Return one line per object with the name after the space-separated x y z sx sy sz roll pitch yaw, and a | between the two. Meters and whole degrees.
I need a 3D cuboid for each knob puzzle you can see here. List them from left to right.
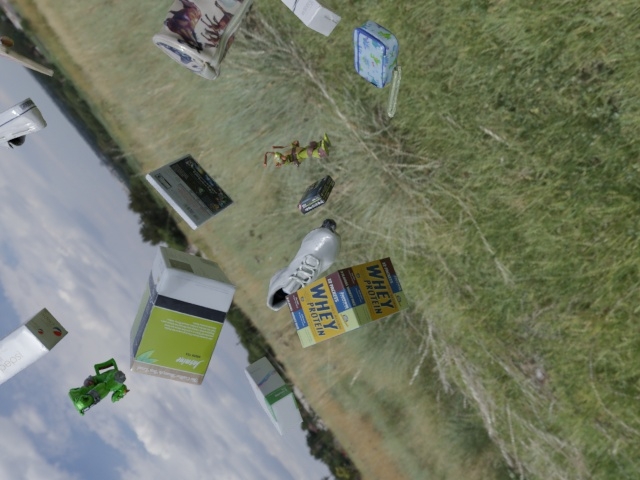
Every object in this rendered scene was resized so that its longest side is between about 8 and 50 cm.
-0.557 -0.334 0.837 0.213 0.030 0.213 23 -178 -1 | knob puzzle

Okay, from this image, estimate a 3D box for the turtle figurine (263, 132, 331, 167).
-0.078 -0.291 1.785 0.269 0.217 0.087 -59 -46 -66 | turtle figurine

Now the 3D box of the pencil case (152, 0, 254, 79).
-0.219 -0.564 1.207 0.183 0.410 0.160 23 171 29 | pencil case

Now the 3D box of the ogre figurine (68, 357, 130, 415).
-0.503 0.333 1.190 0.097 0.118 0.197 52 151 12 | ogre figurine

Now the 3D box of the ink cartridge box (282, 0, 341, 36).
-0.052 -0.958 2.140 0.237 0.100 0.172 51 -153 18 | ink cartridge box

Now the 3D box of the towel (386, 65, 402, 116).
0.223 -0.450 1.583 0.110 0.027 0.148 -76 -6 -69 | towel

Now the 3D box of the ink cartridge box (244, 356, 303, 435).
-0.160 0.521 1.780 0.212 0.093 0.154 35 147 50 | ink cartridge box

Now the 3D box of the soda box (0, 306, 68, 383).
-0.596 0.219 1.007 0.069 0.216 0.074 54 -166 -15 | soda box

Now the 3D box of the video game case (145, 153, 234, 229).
-0.352 -0.137 1.438 0.190 0.173 0.022 47 129 -1 | video game case

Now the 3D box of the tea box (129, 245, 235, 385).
-0.446 0.225 1.656 0.220 0.324 0.329 20 -176 -22 | tea box

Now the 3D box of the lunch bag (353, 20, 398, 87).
0.200 -0.692 1.965 0.176 0.090 0.219 45 162 24 | lunch bag

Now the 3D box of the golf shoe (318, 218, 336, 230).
0.000 0.000 2.104 0.077 0.198 0.094 40 -170 2 | golf shoe

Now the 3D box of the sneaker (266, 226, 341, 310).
-0.044 0.088 1.440 0.111 0.297 0.129 35 -153 -8 | sneaker

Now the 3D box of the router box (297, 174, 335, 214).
-0.013 -0.144 1.645 0.092 0.122 0.038 -25 115 33 | router box

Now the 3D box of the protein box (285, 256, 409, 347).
0.065 0.150 1.282 0.201 0.199 0.136 -30 76 43 | protein box

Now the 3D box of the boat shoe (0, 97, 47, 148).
-0.796 -0.279 1.342 0.088 0.267 0.096 59 -150 -27 | boat shoe
